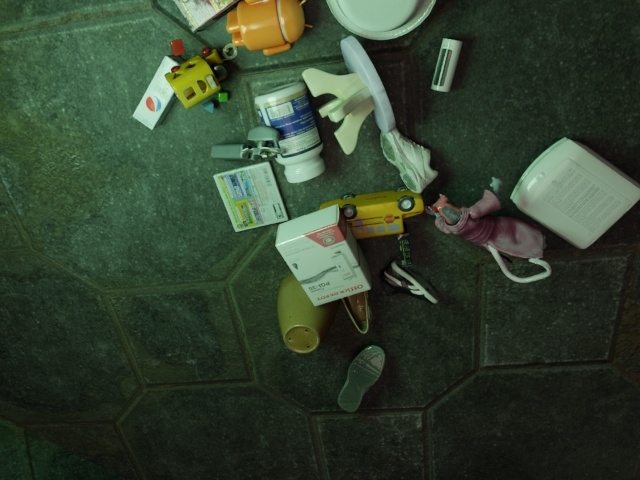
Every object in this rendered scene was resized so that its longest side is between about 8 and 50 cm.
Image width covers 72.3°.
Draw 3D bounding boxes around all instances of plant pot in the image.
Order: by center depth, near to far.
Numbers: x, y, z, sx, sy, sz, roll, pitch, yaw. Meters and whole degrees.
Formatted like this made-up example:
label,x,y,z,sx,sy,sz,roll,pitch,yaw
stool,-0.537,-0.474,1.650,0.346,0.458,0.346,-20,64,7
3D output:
label,x,y,z,sx,sy,sz,roll,pitch,yaw
plant pot,-0.052,0.265,1.524,0.238,0.254,0.236,2,118,4

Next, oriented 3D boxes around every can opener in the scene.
label,x,y,z,sx,sy,sz,roll,pitch,yaw
can opener,-0.215,-0.283,1.288,0.284,0.076,0.094,10,96,42

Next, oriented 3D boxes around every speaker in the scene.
label,x,y,z,sx,sy,sz,roll,pitch,yaw
speaker,0.351,-0.488,1.219,0.055,0.055,0.136,9,118,0

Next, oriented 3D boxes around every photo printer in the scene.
label,x,y,z,sx,sy,sz,roll,pitch,yaw
photo printer,0.762,-0.146,1.331,0.308,0.107,0.256,30,116,-10

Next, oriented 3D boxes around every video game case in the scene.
label,x,y,z,sx,sy,sz,roll,pitch,yaw
video game case,-0.228,-0.144,1.458,0.194,0.023,0.212,-12,116,10

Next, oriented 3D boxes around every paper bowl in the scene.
label,x,y,z,sx,sy,sz,roll,pitch,yaw
paper bowl,0.146,-0.629,1.058,0.285,0.148,0.284,9,142,7

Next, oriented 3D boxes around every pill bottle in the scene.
label,x,y,z,sx,sy,sz,roll,pitch,yaw
pill bottle,-0.080,-0.314,1.286,0.153,0.153,0.264,-13,115,11

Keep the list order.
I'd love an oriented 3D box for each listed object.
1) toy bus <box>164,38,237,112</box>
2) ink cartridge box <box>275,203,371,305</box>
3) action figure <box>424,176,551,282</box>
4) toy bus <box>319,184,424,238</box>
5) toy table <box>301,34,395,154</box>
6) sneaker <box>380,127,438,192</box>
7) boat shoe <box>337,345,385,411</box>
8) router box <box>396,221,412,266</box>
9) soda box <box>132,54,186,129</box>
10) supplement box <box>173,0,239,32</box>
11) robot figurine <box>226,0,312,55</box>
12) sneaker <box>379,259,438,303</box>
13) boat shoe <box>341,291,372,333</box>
label,x,y,z,sx,sy,sz,roll,pitch,yaw
toy bus,-0.322,-0.451,1.213,0.191,0.104,0.202,1,124,-37
ink cartridge box,0.018,0.052,1.372,0.208,0.117,0.282,-20,124,16
action figure,0.466,-0.027,1.314,0.371,0.275,0.248,18,147,-24
toy bus,0.161,-0.083,1.409,0.333,0.108,0.130,-8,116,8
toy table,0.076,-0.389,1.205,0.161,0.252,0.274,-31,101,1
sneaker,0.272,-0.264,1.334,0.115,0.090,0.232,-35,99,-13
boat shoe,0.168,0.538,1.743,0.118,0.103,0.320,26,112,13
router box,0.277,0.013,1.459,0.038,0.092,0.122,-8,115,9
soda box,-0.466,-0.439,1.296,0.069,0.073,0.216,36,114,-14
supplement box,-0.287,-0.655,1.168,0.188,0.080,0.104,-27,112,16
robot figurine,-0.137,-0.582,1.170,0.220,0.128,0.157,-7,114,9
sneaker,0.303,0.173,1.553,0.217,0.079,0.121,40,117,-6
boat shoe,0.127,0.200,1.567,0.105,0.089,0.285,-18,114,14
